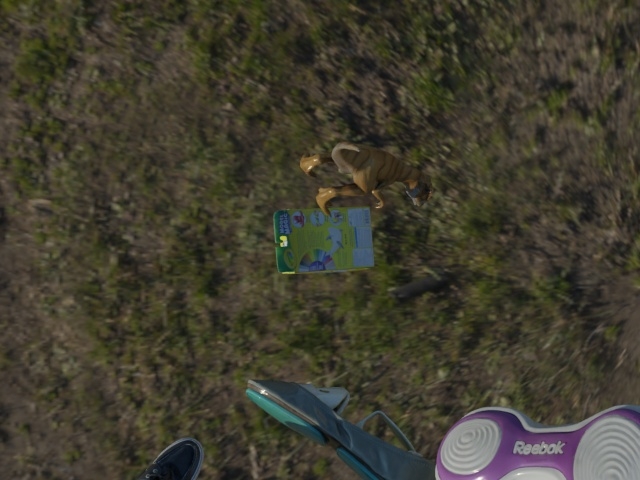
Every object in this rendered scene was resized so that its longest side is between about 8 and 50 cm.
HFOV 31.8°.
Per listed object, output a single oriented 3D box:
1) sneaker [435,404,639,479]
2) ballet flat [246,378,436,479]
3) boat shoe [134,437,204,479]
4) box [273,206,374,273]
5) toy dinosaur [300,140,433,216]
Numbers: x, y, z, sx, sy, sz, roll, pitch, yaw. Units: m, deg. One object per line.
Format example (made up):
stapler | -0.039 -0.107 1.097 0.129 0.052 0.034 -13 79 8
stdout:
sneaker | 0.241 0.211 0.947 0.305 0.152 0.114 1 57 56
ballet flat | 0.024 0.189 1.134 0.213 0.072 0.068 34 72 13
boat shoe | -0.289 0.427 1.922 0.228 0.076 0.080 -42 80 -13
box | 0.000 0.000 1.815 0.043 0.179 0.105 -9 84 56
toy dinosaur | 0.034 -0.073 1.060 0.112 0.211 0.064 -19 74 27
